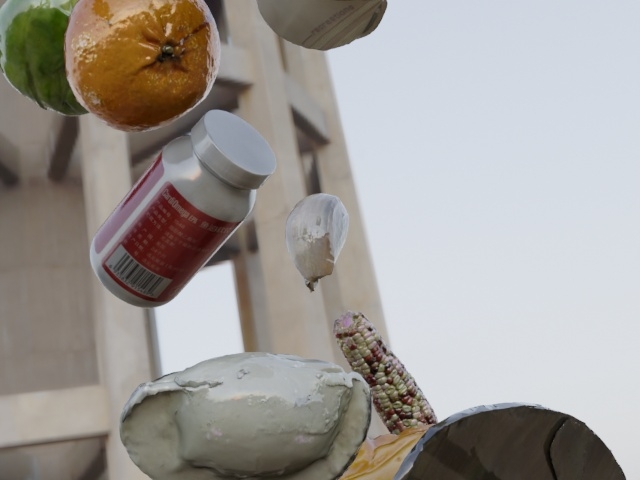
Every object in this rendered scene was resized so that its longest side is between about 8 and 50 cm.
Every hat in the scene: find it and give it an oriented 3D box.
[{"bbox_3d":[-0.026,-0.309,1.204,0.226,0.219,0.164,-48,-8,35],"label":"hat"}]

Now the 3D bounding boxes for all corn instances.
[{"bbox_3d":[0.115,0.250,1.944,0.092,0.280,0.092,-31,14,9],"label":"corn"}]

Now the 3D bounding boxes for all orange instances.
[{"bbox_3d":[-0.206,-0.222,1.288,0.161,0.193,0.193,14,0,44],"label":"orange"}]

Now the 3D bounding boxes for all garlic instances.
[{"bbox_3d":[-0.007,-0.014,1.811,0.087,0.195,0.101,-23,-57,28],"label":"garlic"}]

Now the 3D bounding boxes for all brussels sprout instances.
[{"bbox_3d":[-0.333,-0.280,1.480,0.223,0.161,0.223,-21,-53,-31],"label":"brussels sprout"}]

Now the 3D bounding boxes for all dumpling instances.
[{"bbox_3d":[-0.072,0.191,1.076,0.247,0.172,0.142,1,16,-10],"label":"dumpling"}]

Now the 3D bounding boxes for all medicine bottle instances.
[{"bbox_3d":[-0.169,-0.036,1.337,0.131,0.131,0.250,13,-50,-45],"label":"medicine bottle"}]

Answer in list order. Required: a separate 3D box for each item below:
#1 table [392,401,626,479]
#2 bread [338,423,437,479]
[{"bbox_3d":[0.195,0.260,0.667,0.249,0.317,0.317,18,2,42],"label":"table"},{"bbox_3d":[0.112,0.439,1.348,0.250,0.394,0.361,-11,-53,-18],"label":"bread"}]
